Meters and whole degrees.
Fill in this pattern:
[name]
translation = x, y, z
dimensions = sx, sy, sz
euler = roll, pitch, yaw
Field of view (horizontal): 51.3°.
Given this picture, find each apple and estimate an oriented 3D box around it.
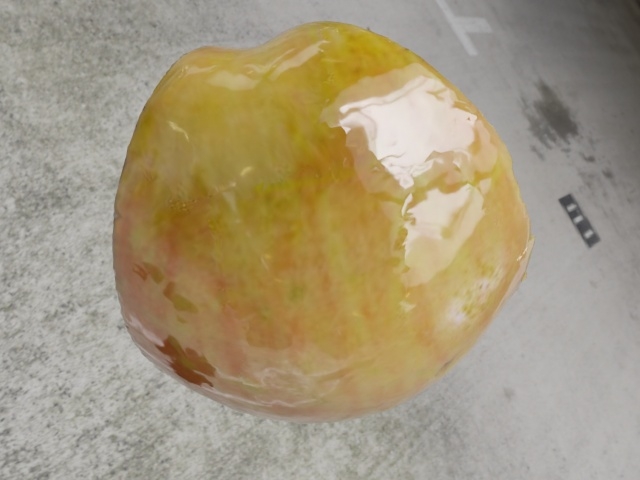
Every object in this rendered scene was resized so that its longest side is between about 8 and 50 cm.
[apple]
translation = 0.000, 0.000, 0.532
dimensions = 0.309, 0.313, 0.252
euler = 74, 2, -61
